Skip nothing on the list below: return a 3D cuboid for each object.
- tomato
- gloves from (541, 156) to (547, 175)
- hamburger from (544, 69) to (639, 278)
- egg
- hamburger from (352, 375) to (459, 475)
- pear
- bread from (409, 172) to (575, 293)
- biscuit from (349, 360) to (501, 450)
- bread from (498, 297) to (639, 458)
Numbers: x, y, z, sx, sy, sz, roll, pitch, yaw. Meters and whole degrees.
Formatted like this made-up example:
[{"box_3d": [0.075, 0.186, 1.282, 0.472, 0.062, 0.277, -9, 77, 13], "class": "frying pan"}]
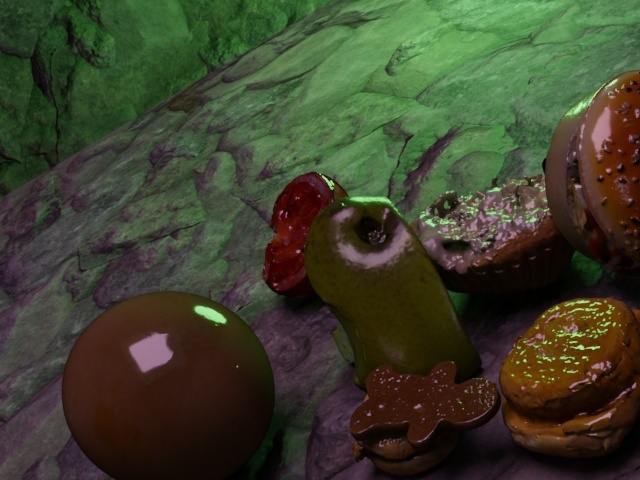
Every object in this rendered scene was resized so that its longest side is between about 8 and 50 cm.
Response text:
[{"box_3d": [0.000, 0.000, 1.883, 0.200, 0.139, 0.233, 1, 75, 56], "class": "tomato"}, {"box_3d": [0.471, -0.177, 1.761, 0.229, 0.097, 0.119, -50, -13, -18], "class": "gloves"}, {"box_3d": [0.460, -0.090, 1.428, 0.300, 0.300, 0.176, -42, 14, -20], "class": "hamburger"}, {"box_3d": [-0.236, 0.225, 1.560, 0.373, 0.301, 0.301, 3, 42, 47], "class": "egg"}, {"box_3d": [0.118, 0.253, 1.405, 0.147, 0.083, 0.138, -14, 28, 25], "class": "hamburger"}, {"box_3d": [0.078, 0.073, 1.530, 0.176, 0.282, 0.286, -28, 28, -5], "class": "pear"}, {"box_3d": [0.281, -0.007, 1.586, 0.274, 0.149, 0.274, -19, 23, 9], "class": "bread"}, {"box_3d": [0.139, 0.215, 1.334, 0.204, 0.031, 0.138, -8, 39, 34], "class": "biscuit"}, {"box_3d": [0.329, 0.166, 1.294, 0.198, 0.120, 0.236, -7, 33, 52], "class": "bread"}]
